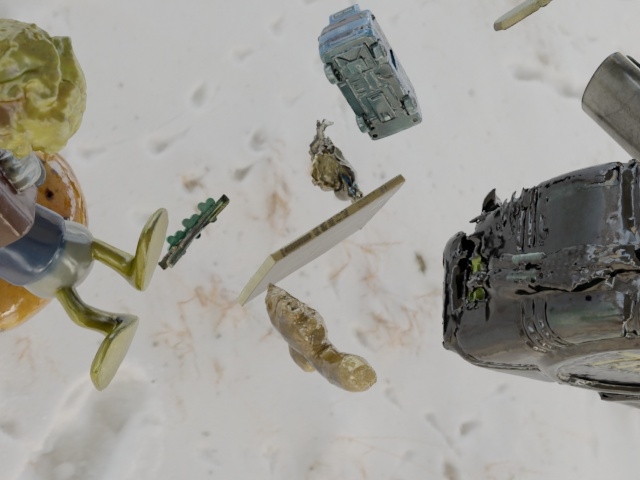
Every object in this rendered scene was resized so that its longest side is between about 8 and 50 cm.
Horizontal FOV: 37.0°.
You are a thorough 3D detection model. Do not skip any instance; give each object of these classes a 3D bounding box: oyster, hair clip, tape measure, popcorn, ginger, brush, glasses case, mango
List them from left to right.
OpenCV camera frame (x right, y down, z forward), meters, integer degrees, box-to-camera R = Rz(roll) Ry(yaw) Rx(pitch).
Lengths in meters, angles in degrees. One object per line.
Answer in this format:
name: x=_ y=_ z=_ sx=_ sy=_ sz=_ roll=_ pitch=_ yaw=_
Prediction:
mango: x=-0.431 y=0.007 z=1.342 sx=0.191 sy=0.160 sz=0.290 roll=45 pitch=58 yaw=-47
popcorn: x=-0.252 y=-0.128 z=0.795 sx=0.116 sy=0.106 sz=0.120 roll=-28 pitch=93 yaw=-36
hair clip: x=-0.225 y=-0.019 z=1.664 sx=0.049 sy=0.049 sz=0.173 roll=46 pitch=66 yaw=-14
ginger: x=-0.006 y=0.139 z=1.302 sx=0.059 sy=0.214 sz=0.133 roll=-33 pitch=119 yaw=-21
oyster: x=0.036 y=-0.130 z=1.887 sx=0.223 sy=0.083 sz=0.214 roll=54 pitch=12 yaw=-30
brush: x=0.382 y=-0.382 z=1.302 sx=0.020 sy=0.336 sz=0.085 roll=55 pitch=10 yaw=-16
tape measure: x=0.184 y=0.024 z=0.522 sx=0.199 sy=0.186 sz=0.112 roll=12 pitch=71 yaw=-25
glasses case: x=0.486 y=-0.136 z=1.340 sx=0.060 sy=0.114 sz=0.299 roll=-10 pitch=48 yaw=-30

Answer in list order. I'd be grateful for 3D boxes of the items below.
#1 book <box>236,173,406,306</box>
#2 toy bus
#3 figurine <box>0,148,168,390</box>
book: x=0.000 y=0.000 z=1.708 sx=0.310 sy=0.217 sz=0.021 roll=-32 pitch=81 yaw=-30
toy bus: x=0.091 y=-0.306 z=1.755 sx=0.246 sy=0.113 sz=0.134 roll=51 pitch=26 yaw=-44
figurine: x=-0.354 y=-0.010 z=0.977 sx=0.338 sy=0.283 sz=0.204 roll=20 pitch=78 yaw=9
